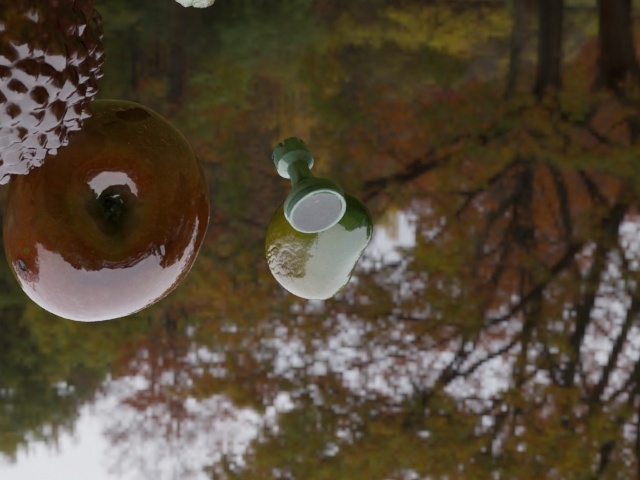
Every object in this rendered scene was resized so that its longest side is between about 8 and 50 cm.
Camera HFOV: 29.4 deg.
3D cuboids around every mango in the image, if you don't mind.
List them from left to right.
[{"bbox_3d":[-0.006,-0.004,1.622,0.137,0.237,0.091,41,-125,11],"label":"mango"}]

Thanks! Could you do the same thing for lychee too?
[{"bbox_3d":[-0.345,-0.196,1.146,0.276,0.304,0.276,-22,-158,9],"label":"lychee"}]

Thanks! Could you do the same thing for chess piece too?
[{"bbox_3d":[-0.018,-0.064,1.311,0.067,0.067,0.103,-3,-135,-23],"label":"chess piece"}]

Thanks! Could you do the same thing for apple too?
[{"bbox_3d":[-0.243,-0.034,1.377,0.253,0.253,0.253,1,-170,0],"label":"apple"}]

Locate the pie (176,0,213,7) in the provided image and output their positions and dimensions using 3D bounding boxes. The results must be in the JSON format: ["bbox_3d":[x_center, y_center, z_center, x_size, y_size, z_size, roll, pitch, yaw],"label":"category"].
[{"bbox_3d":[-0.166,-0.408,1.477,0.090,0.248,0.201,-8,-172,-14],"label":"pie"}]
